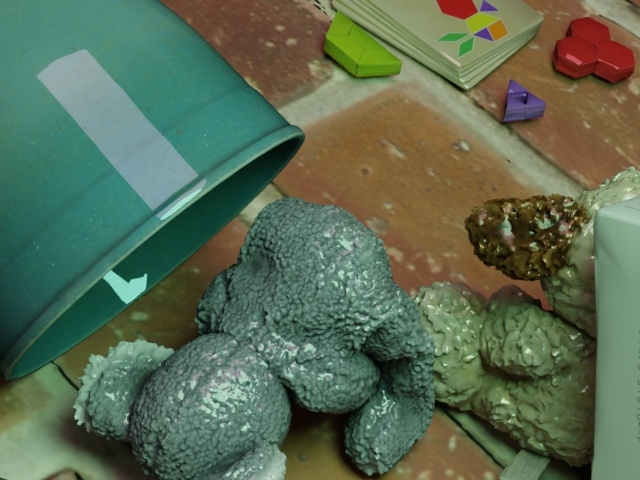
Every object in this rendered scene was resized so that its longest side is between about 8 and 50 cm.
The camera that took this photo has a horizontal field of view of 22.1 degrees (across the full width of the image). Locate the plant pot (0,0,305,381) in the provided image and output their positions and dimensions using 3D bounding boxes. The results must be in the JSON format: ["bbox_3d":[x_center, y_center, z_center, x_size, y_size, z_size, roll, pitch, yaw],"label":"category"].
[{"bbox_3d":[-0.194,-0.084,1.161,0.255,0.271,0.271,51,52,3],"label":"plant pot"}]

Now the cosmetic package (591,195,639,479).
[{"bbox_3d":[0.374,0.049,1.135,0.385,0.217,0.156,-15,22,-36],"label":"cosmetic package"}]

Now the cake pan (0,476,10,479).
[{"bbox_3d":[-0.206,0.208,0.973,0.293,0.054,0.293,21,9,-3],"label":"cake pan"}]

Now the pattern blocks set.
[{"bbox_3d":[0.118,-0.226,1.601,0.285,0.026,0.325,-23,57,-32],"label":"pattern blocks set"}]

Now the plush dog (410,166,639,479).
[{"bbox_3d":[0.212,0.050,1.204,0.262,0.225,0.211,-8,39,-21],"label":"plush dog"}]

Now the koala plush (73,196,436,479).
[{"bbox_3d":[-0.050,0.096,1.156,0.221,0.203,0.196,-38,64,-25],"label":"koala plush"}]
